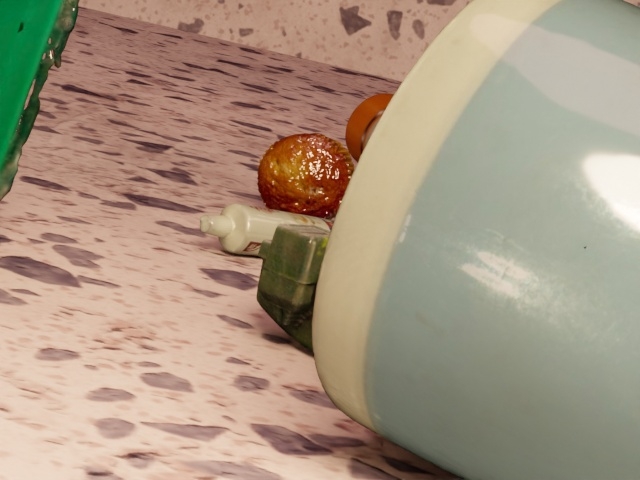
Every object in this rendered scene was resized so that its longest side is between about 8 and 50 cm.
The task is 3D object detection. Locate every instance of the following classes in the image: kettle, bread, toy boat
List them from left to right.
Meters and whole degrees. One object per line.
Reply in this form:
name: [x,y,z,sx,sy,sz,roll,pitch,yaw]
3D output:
bread: [-0.012,-0.051,1.481,0.085,0.085,0.053,16,8,14]
toy boat: [0.096,0.031,1.138,0.141,0.092,0.319,23,13,35]
kettle: [0.222,0.016,0.823,0.342,0.319,0.247,25,-20,25]

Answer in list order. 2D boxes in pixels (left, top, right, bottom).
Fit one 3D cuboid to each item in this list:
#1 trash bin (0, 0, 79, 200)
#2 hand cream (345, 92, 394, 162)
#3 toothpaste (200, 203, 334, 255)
trash bin: [-0.380,-0.148,1.097,0.381,0.295,0.259,29,15,21]
hand cream: [0.133,-0.065,1.738,0.140,0.089,0.314,7,16,-25]
toothpaste: [0.000,0.000,1.356,0.233,0.038,0.060,8,15,-41]
